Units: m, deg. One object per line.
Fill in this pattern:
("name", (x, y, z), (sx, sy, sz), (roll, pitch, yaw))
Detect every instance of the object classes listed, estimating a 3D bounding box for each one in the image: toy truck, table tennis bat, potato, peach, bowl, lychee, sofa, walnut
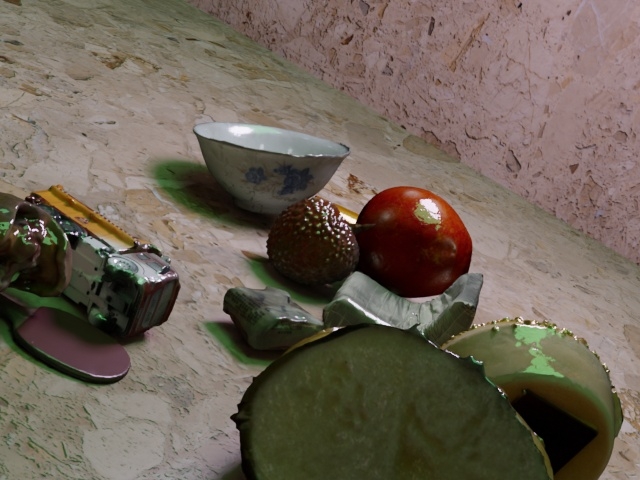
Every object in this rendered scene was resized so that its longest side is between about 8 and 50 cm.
("toy truck", (-0.326, 0.029, 1.691), (0.270, 0.114, 0.135), (32, 23, 24))
("table tennis bat", (-0.360, 0.115, 1.550), (0.246, 0.022, 0.138), (30, 17, 3))
("potato", (0.113, 0.221, 1.447), (0.397, 0.290, 0.296), (3, 6, 22))
("peach", (0.173, 0.011, 2.187), (0.243, 0.199, 0.243), (37, -3, 2))
("bowl", (-0.106, -0.134, 2.349), (0.313, 0.146, 0.313), (9, 12, -2))
("lychee", (0.000, 0.000, 2.118), (0.165, 0.197, 0.165), (155, -90, -88))
("sofa", (0.139, 0.109, 1.999), (0.225, 0.176, 0.210), (29, 18, 6))
("walnut", (-0.438, 0.008, 1.492), (0.204, 0.141, 0.238), (29, 30, 20))

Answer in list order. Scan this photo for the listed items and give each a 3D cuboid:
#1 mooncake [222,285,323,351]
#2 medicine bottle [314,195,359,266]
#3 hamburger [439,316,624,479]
("mooncake", (-0.080, 0.122, 1.825), (0.130, 0.073, 0.125), (12, 20, -42))
("medicine bottle", (0.058, -0.008, 2.343), (0.192, 0.096, 0.096), (24, 18, -6))
("hamburger", (0.267, 0.240, 1.656), (0.302, 0.302, 0.170), (23, 29, -12))
